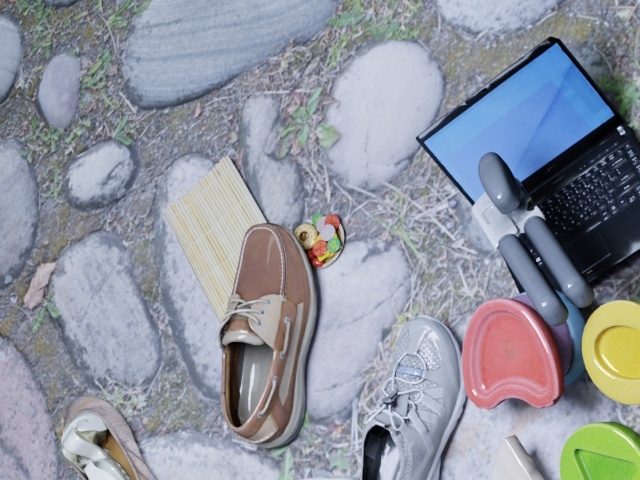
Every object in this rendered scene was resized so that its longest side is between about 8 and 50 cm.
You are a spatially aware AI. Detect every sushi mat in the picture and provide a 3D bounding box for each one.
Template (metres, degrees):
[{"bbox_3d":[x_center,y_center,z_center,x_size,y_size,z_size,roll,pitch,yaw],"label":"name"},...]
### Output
[{"bbox_3d":[-0.132,0.023,2.217,0.151,0.019,0.316,-42,53,16],"label":"sushi mat"}]

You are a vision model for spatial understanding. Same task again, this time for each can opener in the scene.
[{"bbox_3d":[0.244,-0.002,1.763,0.074,0.093,0.280,-38,36,10],"label":"can opener"}]

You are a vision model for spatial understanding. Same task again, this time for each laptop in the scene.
[{"bbox_3d":[0.288,-0.079,1.862,0.234,0.136,0.264,-37,50,21],"label":"laptop"}]

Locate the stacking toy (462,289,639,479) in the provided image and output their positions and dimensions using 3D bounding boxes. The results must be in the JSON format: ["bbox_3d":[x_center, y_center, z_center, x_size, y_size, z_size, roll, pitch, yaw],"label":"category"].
[{"bbox_3d":[0.331,0.193,1.772,0.309,0.130,0.279,5,101,47],"label":"stacking toy"}]

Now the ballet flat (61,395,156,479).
[{"bbox_3d":[-0.325,0.331,2.191,0.316,0.106,0.107,41,100,39],"label":"ballet flat"}]

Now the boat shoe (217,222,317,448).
[{"bbox_3d":[-0.082,0.128,2.058,0.123,0.116,0.324,-10,74,30],"label":"boat shoe"}]

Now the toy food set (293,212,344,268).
[{"bbox_3d":[0.000,0.000,2.125,0.082,0.020,0.083,-36,55,21],"label":"toy food set"}]

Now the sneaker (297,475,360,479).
[{"bbox_3d":[-0.070,0.381,1.968,0.297,0.129,0.111,-21,60,28],"label":"sneaker"}]

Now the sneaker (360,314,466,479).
[{"bbox_3d":[0.114,0.230,1.893,0.105,0.115,0.281,-1,73,37],"label":"sneaker"}]
